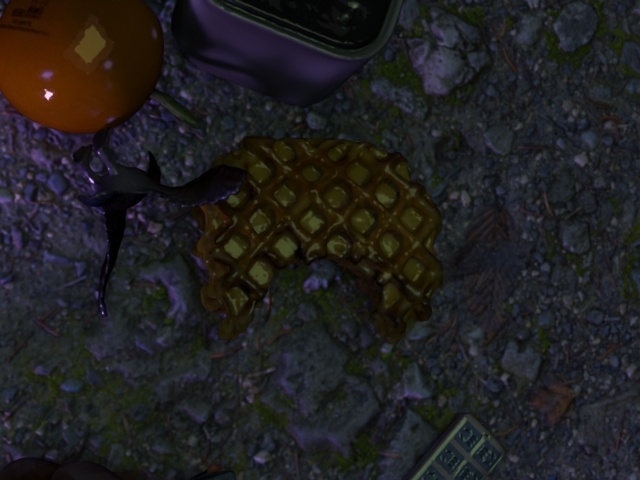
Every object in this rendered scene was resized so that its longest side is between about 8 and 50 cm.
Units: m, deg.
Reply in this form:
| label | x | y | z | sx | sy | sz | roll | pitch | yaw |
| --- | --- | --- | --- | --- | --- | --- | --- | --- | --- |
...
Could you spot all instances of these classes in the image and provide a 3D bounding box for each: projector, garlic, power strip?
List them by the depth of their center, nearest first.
| label | x | y | z | sx | sy | sz | roll | pitch | yaw |
| --- | --- | --- | --- | --- | --- | --- | --- | --- | --- |
| garlic | -0.311 | 0.357 | 1.142 | 0.160 | 0.191 | 0.214 | 7 | 84 | 29 |
| projector | -0.037 | -0.334 | 1.243 | 0.248 | 0.249 | 0.249 | 20 | 80 | -12 |
| power strip | 0.167 | 0.321 | 1.333 | 0.081 | 0.035 | 0.192 | 46 | 74 | -6 |

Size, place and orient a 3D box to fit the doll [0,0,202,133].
| label | x | y | z | sx | sy | sz | roll | pitch | yaw |
| --- | --- | --- | --- | --- | --- | --- | --- | --- | --- |
| doll | -0.275 | -0.214 | 1.210 | 0.236 | 0.213 | 0.213 | 36 | 72 | -51 |

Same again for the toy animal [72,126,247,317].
| label | x | y | z | sx | sy | sz | roll | pitch | yaw |
| --- | --- | --- | --- | --- | --- | --- | --- | --- | --- |
| toy animal | -0.220 | -0.071 | 1.196 | 0.272 | 0.197 | 0.160 | -30 | 136 | 19 |

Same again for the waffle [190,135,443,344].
| label | x | y | z | sx | sy | sz | roll | pitch | yaw |
| --- | --- | --- | --- | --- | --- | --- | --- | --- | --- |
| waffle | 0.000 | 0.000 | 1.270 | 0.324 | 0.151 | 0.261 | 3 | 86 | -16 |

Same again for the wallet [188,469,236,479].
| label | x | y | z | sx | sy | sz | roll | pitch | yaw |
| --- | --- | --- | --- | --- | --- | --- | --- | --- | --- |
| wallet | -0.185 | 0.415 | 1.145 | 0.290 | 0.054 | 0.251 | 1 | 84 | -54 |

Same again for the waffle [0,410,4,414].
| label | x | y | z | sx | sy | sz | roll | pitch | yaw |
| --- | --- | --- | --- | --- | --- | --- | --- | --- | --- |
| waffle | -0.487 | 0.244 | 1.167 | 0.191 | 0.032 | 0.125 | 15 | 79 | -11 |
